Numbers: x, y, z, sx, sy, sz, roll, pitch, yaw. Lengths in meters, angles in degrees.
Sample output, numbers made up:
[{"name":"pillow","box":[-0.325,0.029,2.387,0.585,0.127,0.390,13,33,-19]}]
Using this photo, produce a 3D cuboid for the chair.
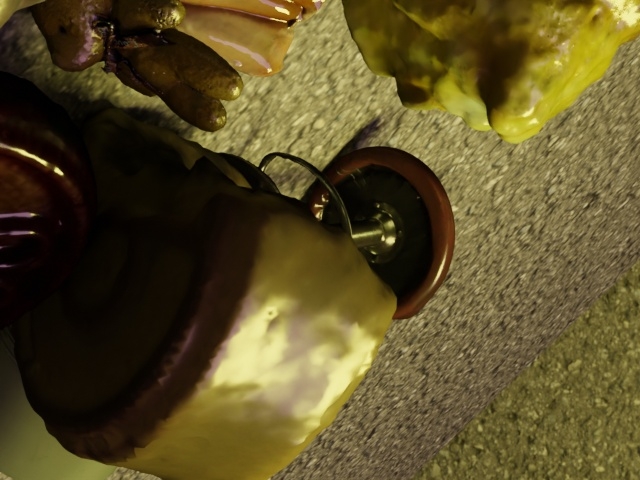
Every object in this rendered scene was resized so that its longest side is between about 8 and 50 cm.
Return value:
[{"name":"chair","box":[0.000,0.000,2.044,0.401,0.226,0.226,-7,143,-54]}]

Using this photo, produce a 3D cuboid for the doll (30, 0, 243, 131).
[{"name":"doll","box":[-0.166,-0.163,1.482,0.097,0.209,0.137,-54,174,-25]}]

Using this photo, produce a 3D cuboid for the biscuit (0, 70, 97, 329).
[{"name":"biscuit","box":[-0.383,-0.005,1.445,0.407,0.091,0.407,-13,150,-8]}]

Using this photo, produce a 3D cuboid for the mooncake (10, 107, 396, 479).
[{"name":"mooncake","box":[-0.118,0.033,1.634,0.246,0.393,0.394,24,144,-34]}]

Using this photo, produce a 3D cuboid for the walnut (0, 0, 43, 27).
[{"name":"walnut","box":[-0.275,-0.241,1.138,0.248,0.248,0.248,-32,157,-15]}]

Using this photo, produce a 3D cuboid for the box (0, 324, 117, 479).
[{"name":"box","box":[-0.275,0.135,1.871,0.226,0.226,0.149,-10,146,-49]}]

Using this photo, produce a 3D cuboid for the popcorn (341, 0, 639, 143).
[{"name":"popcorn","box":[0.175,-0.277,1.626,0.293,0.334,0.292,-13,126,-24]}]

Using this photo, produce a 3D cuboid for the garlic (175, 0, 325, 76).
[{"name":"garlic","box":[-0.076,-0.274,1.510,0.228,0.110,0.217,29,109,-41]}]
